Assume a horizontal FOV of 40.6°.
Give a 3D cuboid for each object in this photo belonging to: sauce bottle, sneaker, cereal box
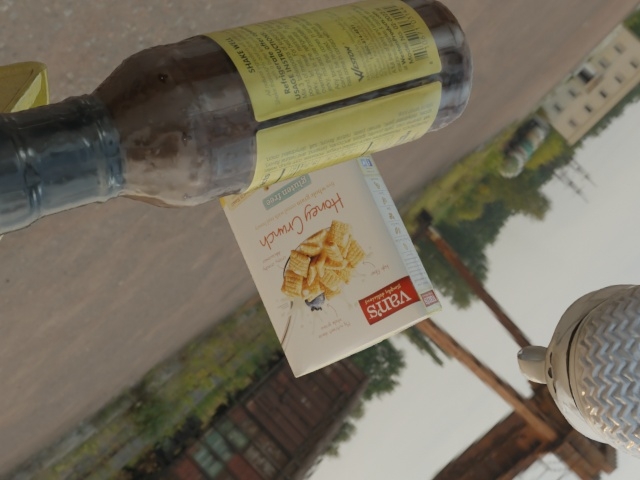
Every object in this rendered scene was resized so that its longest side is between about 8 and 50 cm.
[{"bbox_3d":[-0.058,-0.087,0.573,0.344,0.111,0.111,-18,162,-29],"label":"sauce bottle"},{"bbox_3d":[0.324,0.079,0.611,0.365,0.137,0.210,-2,174,-6],"label":"sneaker"},{"bbox_3d":[0.000,0.000,0.895,0.173,0.240,0.047,-30,168,29],"label":"cereal box"}]

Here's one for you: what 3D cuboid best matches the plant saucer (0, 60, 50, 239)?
[{"bbox_3d":[-0.368,0.021,0.657,0.332,0.081,0.333,0,-129,36],"label":"plant saucer"}]
